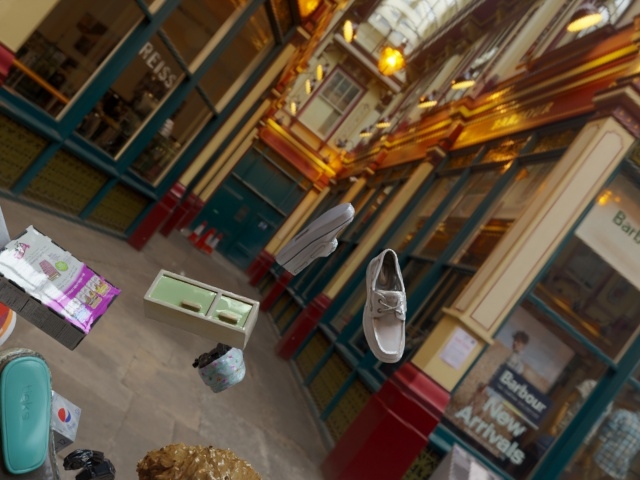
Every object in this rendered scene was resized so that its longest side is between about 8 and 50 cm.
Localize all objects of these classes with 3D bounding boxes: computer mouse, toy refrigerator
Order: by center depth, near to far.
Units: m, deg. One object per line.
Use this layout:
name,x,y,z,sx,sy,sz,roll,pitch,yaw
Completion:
computer mouse,-0.390,0.376,0.951,0.041,0.071,0.242,62,-25,25
toy refrigerator,-0.300,0.173,1.436,0.269,0.102,0.094,19,-42,3

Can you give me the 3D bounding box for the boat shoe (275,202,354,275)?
boat shoe,0.000,0.000,1.440,0.084,0.258,0.095,46,33,-15

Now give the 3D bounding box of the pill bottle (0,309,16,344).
pill bottle,-1.034,0.140,1.545,0.224,0.224,0.392,36,-27,35

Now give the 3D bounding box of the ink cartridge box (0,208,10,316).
ink cartridge box,-0.752,0.126,1.135,0.091,0.308,0.385,20,-47,12

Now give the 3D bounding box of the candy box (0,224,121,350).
candy box,-0.554,0.096,1.168,0.233,0.071,0.159,41,27,-13

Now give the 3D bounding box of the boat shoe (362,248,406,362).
boat shoe,0.156,0.147,1.351,0.098,0.277,0.096,3,-31,-11

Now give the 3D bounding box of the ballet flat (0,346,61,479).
ballet flat,-0.568,0.445,1.040,0.164,0.182,0.483,9,67,-54

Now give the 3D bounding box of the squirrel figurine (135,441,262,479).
squirrel figurine,-0.109,0.457,0.863,0.397,0.281,0.370,55,-1,6

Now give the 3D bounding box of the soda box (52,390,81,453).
soda box,-0.676,0.457,1.261,0.091,0.286,0.098,50,12,-33

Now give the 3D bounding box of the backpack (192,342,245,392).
backpack,-0.277,0.353,1.602,0.115,0.152,0.182,54,-8,-3
